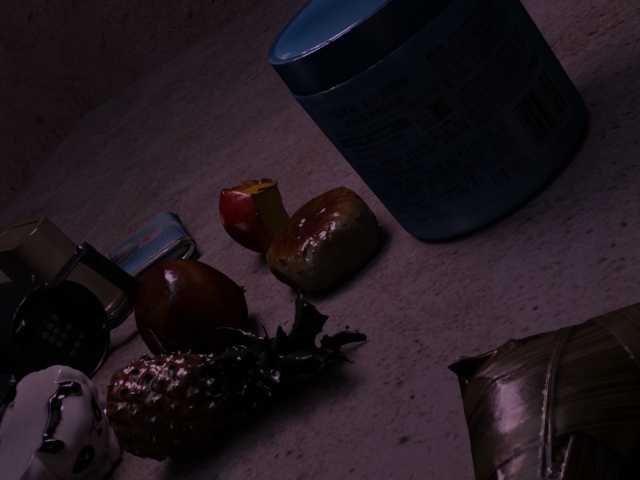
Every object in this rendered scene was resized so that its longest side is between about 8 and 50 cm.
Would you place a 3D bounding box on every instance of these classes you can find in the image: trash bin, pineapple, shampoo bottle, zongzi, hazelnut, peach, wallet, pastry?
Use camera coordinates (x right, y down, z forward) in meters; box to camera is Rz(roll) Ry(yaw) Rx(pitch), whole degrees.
[{"bbox_3d":[-0.545,0.073,2.265,0.243,0.247,0.121,-6,41,53],"label":"trash bin"},{"bbox_3d":[-0.112,0.180,1.503,0.364,0.165,0.165,-25,24,14],"label":"pineapple"},{"bbox_3d":[0.157,-0.226,1.558,0.331,0.343,0.331,-34,21,15],"label":"shampoo bottle"},{"bbox_3d":[0.267,0.158,0.932,0.288,0.134,0.286,-26,30,14],"label":"zongzi"},{"bbox_3d":[-0.206,0.114,1.748,0.178,0.178,0.204,-57,-4,-37],"label":"hazelnut"},{"bbox_3d":[-0.113,-0.039,1.911,0.118,0.151,0.151,-23,18,-13],"label":"peach"},{"bbox_3d":[-0.346,0.026,2.264,0.176,0.075,0.250,-38,20,-4],"label":"wallet"},{"bbox_3d":[0.000,0.000,1.716,0.182,0.093,0.192,-43,22,-2],"label":"pastry"}]

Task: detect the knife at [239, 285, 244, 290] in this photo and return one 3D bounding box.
[{"bbox_3d":[-0.212,0.107,1.953,0.222,0.021,0.045,-16,29,48],"label":"knife"}]

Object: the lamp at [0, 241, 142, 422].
[{"bbox_3d":[-0.537,0.166,2.081,0.374,0.205,0.272,-55,35,-7],"label":"lamp"}]

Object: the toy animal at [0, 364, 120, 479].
[{"bbox_3d":[-0.404,0.312,1.686,0.204,0.156,0.208,-21,44,33],"label":"toy animal"}]
